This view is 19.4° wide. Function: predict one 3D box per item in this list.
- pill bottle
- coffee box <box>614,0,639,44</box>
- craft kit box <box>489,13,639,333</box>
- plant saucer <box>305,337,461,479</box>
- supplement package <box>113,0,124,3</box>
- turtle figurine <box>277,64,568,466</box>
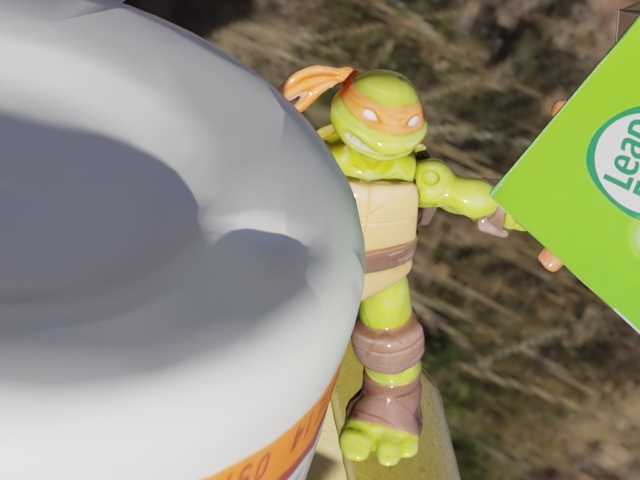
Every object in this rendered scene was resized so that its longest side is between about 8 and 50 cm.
[{"bbox_3d":[-0.137,0.129,0.619,0.224,0.224,0.392,-19,138,-40],"label":"pill bottle"},{"bbox_3d":[0.375,-0.146,1.516,0.297,0.168,0.118,-25,124,-49],"label":"coffee box"},{"bbox_3d":[0.211,-0.020,0.501,0.250,0.246,0.061,-53,168,33],"label":"craft kit box"},{"bbox_3d":[0.028,0.237,1.070,0.081,0.332,0.333,-4,148,-15],"label":"plant saucer"},{"bbox_3d":[-0.202,-0.278,1.318,0.194,0.149,0.203,27,51,-21],"label":"supplement package"},{"bbox_3d":[0.000,0.000,0.832,0.270,0.087,0.217,0,132,-16],"label":"turtle figurine"}]
